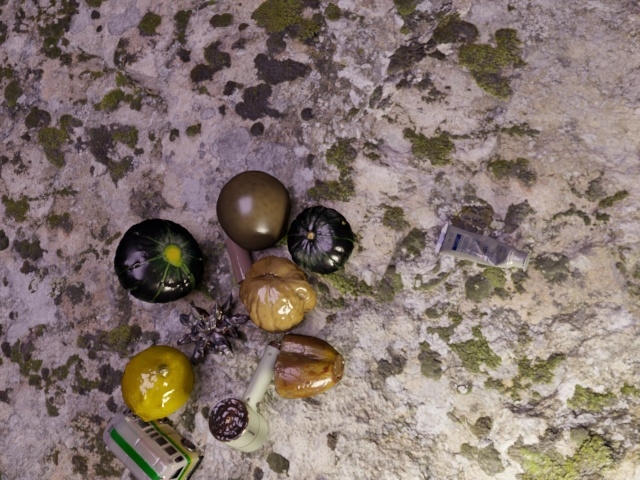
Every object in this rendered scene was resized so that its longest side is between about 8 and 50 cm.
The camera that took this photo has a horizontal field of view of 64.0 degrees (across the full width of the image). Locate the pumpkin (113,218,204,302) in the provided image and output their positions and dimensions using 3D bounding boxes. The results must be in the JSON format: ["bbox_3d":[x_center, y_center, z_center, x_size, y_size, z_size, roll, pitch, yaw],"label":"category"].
[{"bbox_3d":[-0.565,0.078,1.752,0.295,0.296,0.296,-4,77,18],"label":"pumpkin"}]

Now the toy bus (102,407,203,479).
[{"bbox_3d":[-0.555,0.669,1.653,0.305,0.179,0.143,34,90,22],"label":"toy bus"}]

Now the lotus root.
[{"bbox_3d":[-0.028,0.375,1.527,0.180,0.199,0.188,-2,84,23],"label":"lotus root"}]

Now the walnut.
[{"bbox_3d":[-0.131,0.172,1.586,0.257,0.257,0.225,-7,56,17],"label":"walnut"}]

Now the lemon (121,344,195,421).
[{"bbox_3d":[-0.526,0.457,1.655,0.288,0.233,0.234,-44,61,49],"label":"lemon"}]

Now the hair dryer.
[{"bbox_3d":[-0.197,0.463,1.594,0.128,0.203,0.362,16,65,22],"label":"hair dryer"}]

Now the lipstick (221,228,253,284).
[{"bbox_3d":[-0.287,0.023,1.763,0.070,0.070,0.254,-23,72,13],"label":"lipstick"}]

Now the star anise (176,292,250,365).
[{"bbox_3d":[-0.369,0.298,1.711,0.282,0.129,0.212,-17,90,19],"label":"star anise"}]

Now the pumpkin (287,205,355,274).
[{"bbox_3d":[0.000,0.000,1.622,0.220,0.162,0.221,-6,74,23],"label":"pumpkin"}]

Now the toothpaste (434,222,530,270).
[{"bbox_3d":[0.477,0.026,1.516,0.266,0.061,0.096,18,86,29],"label":"toothpaste"}]

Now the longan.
[{"bbox_3d":[-0.214,-0.098,1.675,0.258,0.258,0.258,-4,77,18],"label":"longan"}]
